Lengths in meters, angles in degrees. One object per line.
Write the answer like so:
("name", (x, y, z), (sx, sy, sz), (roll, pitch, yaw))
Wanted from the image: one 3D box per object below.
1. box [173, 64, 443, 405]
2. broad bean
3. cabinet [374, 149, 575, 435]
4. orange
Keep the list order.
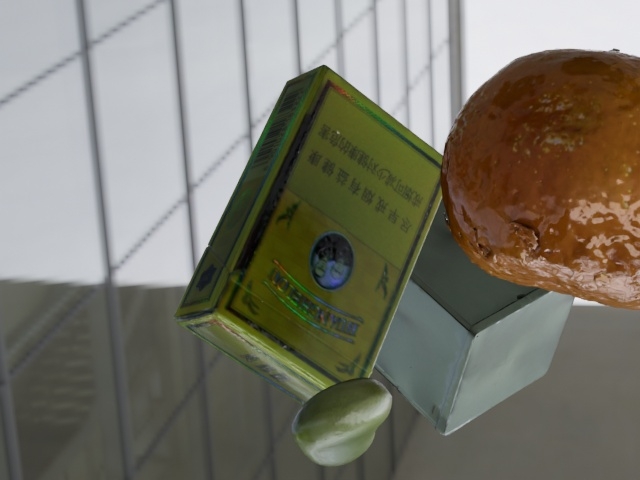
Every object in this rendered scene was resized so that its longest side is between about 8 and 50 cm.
("box", (0.000, 0.000, 1.202), (0.064, 0.141, 0.220), (-13, -135, 55))
("broad bean", (0.012, 0.106, 0.963), (0.063, 0.045, 0.083), (-19, 164, -11))
("cabinet", (0.112, 0.047, 1.552), (0.145, 0.150, 0.206), (-27, -125, -32))
("orange", (0.172, -0.042, 1.010), (0.193, 0.161, 0.193), (14, -177, -1))
